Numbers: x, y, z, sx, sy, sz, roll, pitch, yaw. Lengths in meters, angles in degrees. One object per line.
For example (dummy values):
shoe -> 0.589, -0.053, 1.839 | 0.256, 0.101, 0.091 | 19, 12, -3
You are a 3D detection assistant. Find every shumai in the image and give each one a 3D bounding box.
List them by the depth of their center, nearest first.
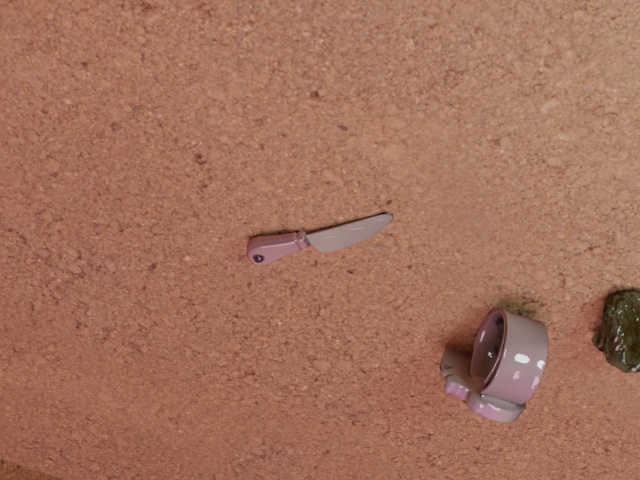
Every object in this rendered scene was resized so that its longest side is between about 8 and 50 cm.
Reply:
shumai -> 0.666, 0.199, 2.140 | 0.184, 0.184, 0.142 | 31, 159, -17

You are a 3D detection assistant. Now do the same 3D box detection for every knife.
knife -> 0.000, 0.002, 2.107 | 0.336, 0.043, 0.081 | -11, 134, 15

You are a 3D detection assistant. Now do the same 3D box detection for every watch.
watch -> 0.387, 0.256, 2.176 | 0.196, 0.244, 0.231 | 16, 110, -9
